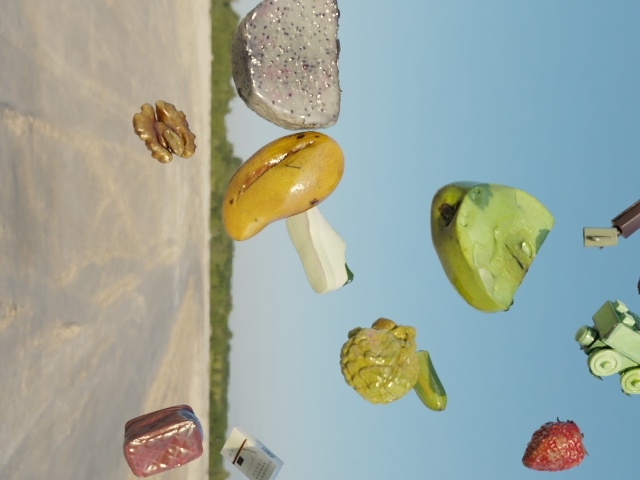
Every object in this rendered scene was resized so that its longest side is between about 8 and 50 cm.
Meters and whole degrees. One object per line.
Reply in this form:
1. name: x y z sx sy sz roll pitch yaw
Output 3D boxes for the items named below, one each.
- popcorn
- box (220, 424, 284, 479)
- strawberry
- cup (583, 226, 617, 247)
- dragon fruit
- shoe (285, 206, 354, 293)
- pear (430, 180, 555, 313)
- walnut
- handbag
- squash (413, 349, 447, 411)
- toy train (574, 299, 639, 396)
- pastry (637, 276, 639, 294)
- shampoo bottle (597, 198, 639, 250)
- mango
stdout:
1. popcorn: 0.177 0.355 2.183 0.259 0.258 0.212 -101 -164 -53
2. box: -0.171 0.541 1.874 0.040 0.154 0.084 -4 124 -60
3. strawberry: 0.554 0.491 1.772 0.131 0.148 0.131 34 -35 28
4. cup: 0.734 -0.013 1.974 0.075 0.083 0.055 51 41 -64
5. dragon fruit: -0.083 -0.367 1.567 0.204 0.221 0.283 -175 -99 -66
6. shoe: 0.000 0.000 1.811 0.095 0.110 0.265 -33 -112 49
7. pear: 0.411 -0.016 1.997 0.342 0.318 0.238 -53 -163 -28
8. walnut: -0.383 -0.258 1.829 0.170 0.142 0.069 62 -33 16
9. handbag: -0.444 0.562 2.122 0.135 0.224 0.147 -138 -148 -69
10. squash: 0.319 0.434 2.268 0.095 0.095 0.188 100 -26 -49
11. toy train: 0.842 0.298 2.073 0.188 0.271 0.159 -56 -171 25
12. pastry: 0.782 0.124 1.601 0.097 0.208 0.115 -60 180 24
13. shampoo bottle: 0.865 -0.058 2.092 0.068 0.236 0.067 49 6 -41
14. mango: -0.084 -0.121 1.546 0.177 0.294 0.120 52 -12 30
